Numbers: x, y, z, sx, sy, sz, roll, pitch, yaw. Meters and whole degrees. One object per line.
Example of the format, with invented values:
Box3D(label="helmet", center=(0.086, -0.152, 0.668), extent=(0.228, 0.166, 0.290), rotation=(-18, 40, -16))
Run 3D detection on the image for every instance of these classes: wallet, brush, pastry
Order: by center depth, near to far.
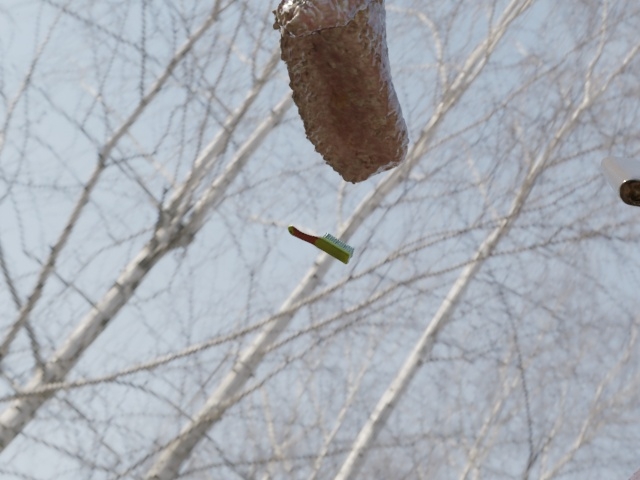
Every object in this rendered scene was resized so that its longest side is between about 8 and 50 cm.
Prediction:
Box3D(label="wallet", center=(0.323, -0.048, 1.061), extent=(0.117, 0.153, 0.039), rotation=(9, -78, 7))
Box3D(label="pastry", center=(0.019, -0.164, 1.075), extent=(0.102, 0.112, 0.265), rotation=(-11, -30, 4))
Box3D(label="brush", center=(0.000, 0.000, 1.336), extent=(0.083, 0.021, 0.019), rotation=(26, -39, 13))

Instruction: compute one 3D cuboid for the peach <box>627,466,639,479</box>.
Box3D(label="peach", center=(0.305, 0.232, 0.612), extent=(0.339, 0.416, 0.353), rotation=(52, -58, 28))
